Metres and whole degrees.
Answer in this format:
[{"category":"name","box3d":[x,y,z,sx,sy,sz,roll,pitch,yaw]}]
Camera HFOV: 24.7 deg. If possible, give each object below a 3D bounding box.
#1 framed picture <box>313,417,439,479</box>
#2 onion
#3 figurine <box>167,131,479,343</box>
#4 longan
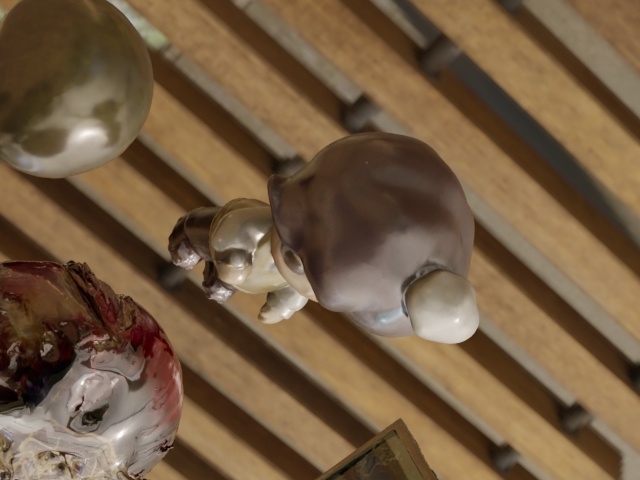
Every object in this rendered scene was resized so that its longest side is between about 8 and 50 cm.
[{"category":"framed picture","box3d":[0.032,0.185,0.945,0.109,0.011,0.149,-36,-152,2]},{"category":"onion","box3d":[-0.296,0.141,1.490,0.314,0.314,0.232,-40,-145,27]},{"category":"figurine","box3d":[-0.013,0.012,1.519,0.365,0.218,0.206,-17,-154,33]},{"category":"longan","box3d":[-0.284,-0.169,1.622,0.196,0.196,0.220,-20,-137,56]}]
